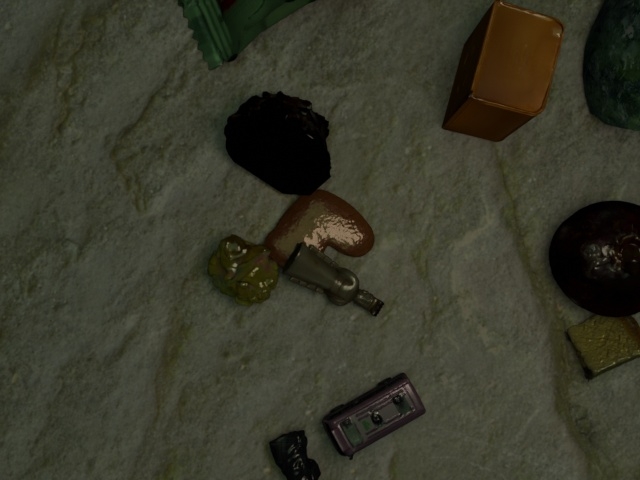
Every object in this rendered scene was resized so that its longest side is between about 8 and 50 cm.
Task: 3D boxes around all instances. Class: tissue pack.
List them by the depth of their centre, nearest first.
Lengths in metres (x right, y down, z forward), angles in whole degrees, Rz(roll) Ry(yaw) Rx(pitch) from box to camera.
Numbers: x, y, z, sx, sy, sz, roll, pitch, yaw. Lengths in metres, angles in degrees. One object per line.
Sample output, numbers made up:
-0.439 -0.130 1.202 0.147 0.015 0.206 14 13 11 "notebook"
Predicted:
0.348 -0.317 1.543 0.145 0.274 0.194 14 87 -2 "tissue pack"

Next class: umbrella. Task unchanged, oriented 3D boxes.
-0.032 0.488 1.561 0.080 0.071 0.224 -21 61 1 "umbrella"

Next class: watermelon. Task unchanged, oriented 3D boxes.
0.682 -0.374 1.593 0.258 0.228 0.387 13 77 -9 "watermelon"

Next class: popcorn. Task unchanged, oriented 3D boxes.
-0.153 0.060 1.591 0.126 0.126 0.145 -25 70 -27 "popcorn"

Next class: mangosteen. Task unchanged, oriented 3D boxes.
0.570 0.031 1.531 0.236 0.261 0.235 0 87 1 "mangosteen"

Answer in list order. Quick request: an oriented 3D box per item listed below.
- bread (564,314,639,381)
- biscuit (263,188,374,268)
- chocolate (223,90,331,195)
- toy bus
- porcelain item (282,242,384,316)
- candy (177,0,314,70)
0.582 0.207 1.581 0.147 0.152 0.127 -27 86 6 "bread"
0.000 0.000 1.635 0.186 0.036 0.192 39 88 0 "biscuit"
-0.060 -0.236 1.590 0.224 0.206 0.177 31 56 -15 "chocolate"
0.106 0.349 1.577 0.199 0.108 0.096 -29 87 -3 "toy bus"
0.032 0.084 1.604 0.213 0.054 0.084 30 101 -14 "porcelain item"
-0.109 -0.535 1.626 0.398 0.172 0.262 -22 76 18 "candy"
